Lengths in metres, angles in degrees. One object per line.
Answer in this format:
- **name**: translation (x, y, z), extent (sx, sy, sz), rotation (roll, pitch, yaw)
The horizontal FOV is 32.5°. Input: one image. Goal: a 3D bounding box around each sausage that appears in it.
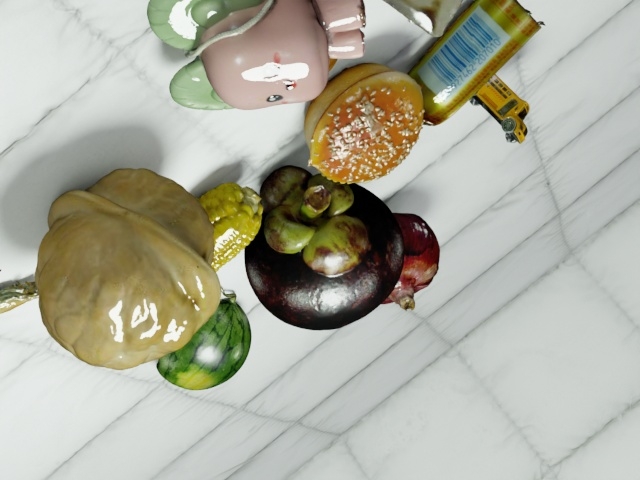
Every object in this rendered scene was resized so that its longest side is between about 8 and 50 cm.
- **sausage**: translation (0.242, -0.305, 1.915), extent (0.317, 0.117, 0.125), rotation (-45, 143, 23)

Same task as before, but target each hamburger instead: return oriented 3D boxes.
- **hamburger**: translation (0.075, -0.196, 1.834), extent (0.237, 0.147, 0.237), rotation (-32, 155, -17)

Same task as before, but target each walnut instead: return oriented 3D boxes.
- **walnut**: translation (-0.278, 0.039, 1.590), extent (0.296, 0.285, 0.285), rotation (-57, 171, -33)

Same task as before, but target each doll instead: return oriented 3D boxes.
- **doll**: translation (-0.082, -0.278, 1.420), extent (0.269, 0.216, 0.284), rotation (-13, 152, -5)

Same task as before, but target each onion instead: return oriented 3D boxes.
- **onion**: translation (0.152, 0.053, 2.361), extent (0.252, 0.219, 0.252), rotation (-23, 151, -13)

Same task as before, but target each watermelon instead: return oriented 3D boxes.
- **watermelon**: translation (-0.220, 0.225, 2.258), extent (0.232, 0.127, 0.204), rotation (-45, 155, 3)

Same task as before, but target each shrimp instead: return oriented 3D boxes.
- **shrimp**: translation (-0.482, 0.068, 1.664), extent (0.178, 0.034, 0.124), rotation (-18, 145, -31)

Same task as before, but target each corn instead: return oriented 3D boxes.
- **corn**: translation (-0.241, 0.036, 1.849), extent (0.363, 0.120, 0.120), rotation (-42, 158, 12)

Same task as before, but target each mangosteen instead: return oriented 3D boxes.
- **mangosteen**: translation (-0.008, 0.008, 1.978), extent (0.297, 0.313, 0.297), rotation (-36, -159, 16)

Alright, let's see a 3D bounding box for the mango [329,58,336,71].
- **mango**: translation (-0.004, -0.295, 1.607), extent (0.105, 0.084, 0.159), rotation (-50, -178, -11)

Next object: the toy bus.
- **toy bus**: translation (0.344, -0.260, 2.098), extent (0.074, 0.162, 0.069), rotation (-42, 158, 4)

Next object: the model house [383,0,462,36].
- **model house**: translation (0.123, -0.467, 1.292), extent (0.297, 0.317, 0.282), rotation (-26, -142, 58)
